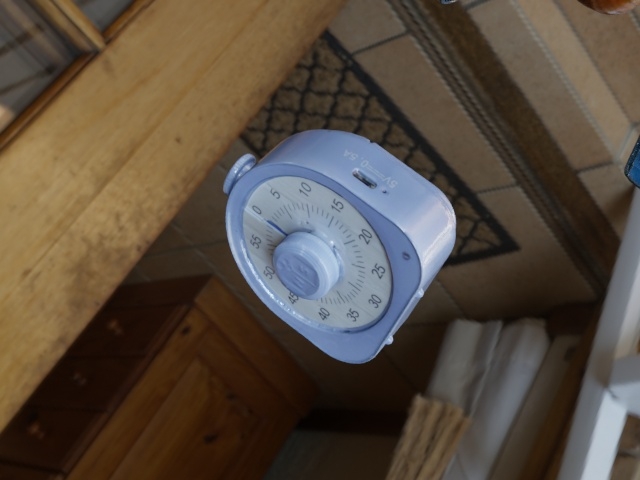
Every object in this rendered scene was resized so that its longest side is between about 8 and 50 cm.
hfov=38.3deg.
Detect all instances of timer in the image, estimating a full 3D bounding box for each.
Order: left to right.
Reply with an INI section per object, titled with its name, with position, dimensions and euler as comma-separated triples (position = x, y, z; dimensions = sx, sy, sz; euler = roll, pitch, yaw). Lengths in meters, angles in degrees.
[timer]
position = 0.000, 0.000, 1.492
dimensions = 0.395, 0.173, 0.395
euler = 23, 137, 24

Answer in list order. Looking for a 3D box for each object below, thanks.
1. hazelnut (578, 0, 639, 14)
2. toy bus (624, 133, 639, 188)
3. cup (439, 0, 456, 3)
[hazelnut]
position = 0.493, -0.480, 1.527
dimensions = 0.214, 0.214, 0.176
euler = 102, 146, -57
[toy bus]
position = 0.388, -0.142, 0.845
dimensions = 0.113, 0.134, 0.246
euler = 45, 131, 38
[cup]
position = 0.177, -0.430, 1.339
dimensions = 0.113, 0.150, 0.138
euler = -36, 82, 30
